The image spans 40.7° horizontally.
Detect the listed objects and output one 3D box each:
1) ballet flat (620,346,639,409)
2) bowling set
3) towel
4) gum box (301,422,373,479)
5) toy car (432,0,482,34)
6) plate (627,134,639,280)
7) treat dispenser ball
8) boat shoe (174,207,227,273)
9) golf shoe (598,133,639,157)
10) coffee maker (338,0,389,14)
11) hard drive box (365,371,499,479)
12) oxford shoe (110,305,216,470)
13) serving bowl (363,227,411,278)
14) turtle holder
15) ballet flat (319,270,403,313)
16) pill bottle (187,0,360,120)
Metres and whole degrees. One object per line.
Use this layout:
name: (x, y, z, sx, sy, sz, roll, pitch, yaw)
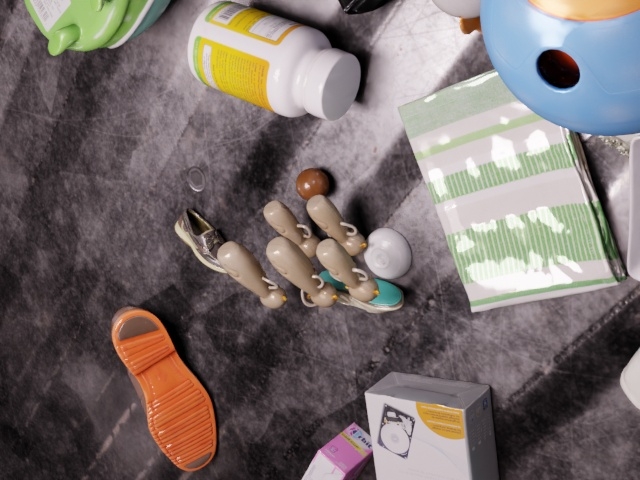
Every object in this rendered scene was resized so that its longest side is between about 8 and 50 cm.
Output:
ballet flat: (0.522, 0.297, 1.084, 0.139, 0.139, 0.400, -42, 75, 39)
bowling set: (0.000, 0.000, 1.356, 0.287, 0.200, 0.154, 2, 144, 45)
towel: (0.257, -0.070, 1.190, 0.248, 0.038, 0.324, -17, 96, 41)
gum box: (0.016, 0.419, 1.508, 0.062, 0.107, 0.188, 39, 126, 20)
toy car: (0.187, -0.372, 1.069, 0.219, 0.210, 0.238, 17, 146, 46)
plate: (0.485, 0.000, 0.964, 0.277, 0.045, 0.278, 23, 154, 31)
treat dispenser ball: (0.315, -0.255, 0.913, 0.288, 0.288, 0.288, 14, 115, 33)
boat shoe: (-0.205, 0.000, 1.553, 0.152, 0.056, 0.049, 38, 131, 20)
golf shoe: (0.402, -0.134, 1.052, 0.176, 0.069, 0.086, 34, 104, 19)
coffee maker: (0.039, -0.406, 1.195, 0.178, 0.120, 0.171, 62, 153, 3)
hard drive box: (0.181, 0.339, 1.367, 0.181, 0.089, 0.232, 2, 108, 37)
oxford shoe: (-0.309, 0.288, 1.724, 0.133, 0.130, 0.363, 19, 131, 68)
serving bowl: (0.100, 0.024, 1.349, 0.083, 0.027, 0.083, 14, 116, 32)
turtle holder: (-0.337, -0.458, 1.372, 0.243, 0.227, 0.320, 38, 125, 21)
ballet flat: (0.068, 0.088, 1.392, 0.168, 0.057, 0.052, 17, 144, 36)
pill bottle: (-0.067, -0.265, 1.297, 0.246, 0.136, 0.136, 25, 120, 28)
